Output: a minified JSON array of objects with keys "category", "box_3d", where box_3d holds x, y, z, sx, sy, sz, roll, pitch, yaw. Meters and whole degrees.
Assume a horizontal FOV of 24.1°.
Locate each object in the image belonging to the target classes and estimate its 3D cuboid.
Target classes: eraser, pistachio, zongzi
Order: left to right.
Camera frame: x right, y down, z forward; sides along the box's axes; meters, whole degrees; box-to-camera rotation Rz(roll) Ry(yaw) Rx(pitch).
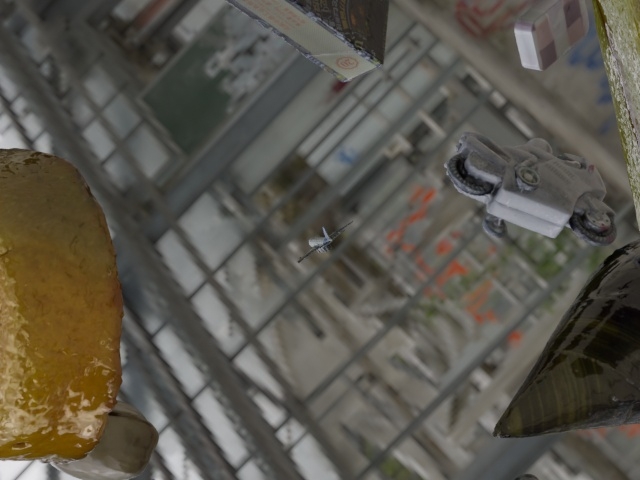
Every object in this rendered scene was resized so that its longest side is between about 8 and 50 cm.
[{"category":"pistachio","box_3d":[-0.275,0.241,1.831,0.149,0.113,0.113,11,-163,-18]},{"category":"eraser","box_3d":[0.261,-0.240,1.689,0.026,0.105,0.065,17,136,39]},{"category":"zongzi","box_3d":[0.331,0.135,1.818,0.207,0.432,0.403,66,165,-2]}]

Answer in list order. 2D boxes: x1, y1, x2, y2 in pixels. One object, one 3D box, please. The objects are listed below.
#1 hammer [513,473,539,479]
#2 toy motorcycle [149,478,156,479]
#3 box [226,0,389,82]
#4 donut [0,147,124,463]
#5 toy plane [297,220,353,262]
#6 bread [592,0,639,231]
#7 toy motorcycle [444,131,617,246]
[{"category":"hammer","box_3d":[0.112,0.384,1.918,0.152,0.427,0.044,-119,25,-61]},{"category":"toy motorcycle","box_3d":[-0.276,0.375,1.434,0.172,0.416,0.232,43,-160,12]},{"category":"box","box_3d":[-0.031,-0.383,2.109,0.310,0.084,0.198,30,-126,-39]},{"category":"donut","box_3d":[-0.284,0.058,1.292,0.110,0.303,0.303,-7,-139,-37]},{"category":"toy plane","box_3d":[0.002,0.002,1.635,0.024,0.078,0.084,53,165,2]},{"category":"bread","box_3d":[0.402,-0.172,1.487,0.233,0.245,0.361,-102,-4,-84]},{"category":"toy motorcycle","box_3d":[0.301,-0.083,2.117,0.260,0.110,0.171,22,-139,-7]}]
